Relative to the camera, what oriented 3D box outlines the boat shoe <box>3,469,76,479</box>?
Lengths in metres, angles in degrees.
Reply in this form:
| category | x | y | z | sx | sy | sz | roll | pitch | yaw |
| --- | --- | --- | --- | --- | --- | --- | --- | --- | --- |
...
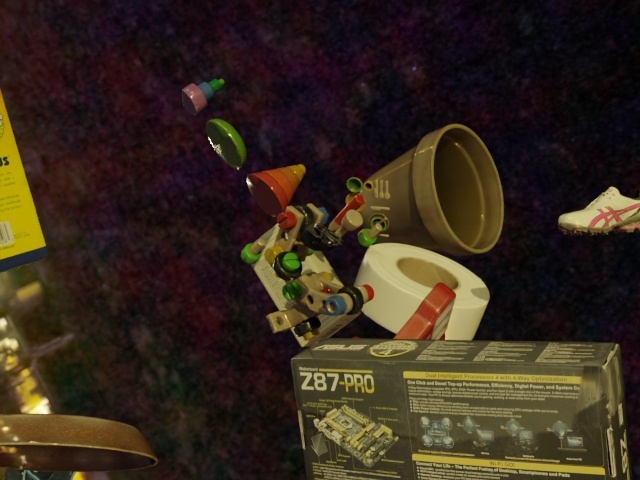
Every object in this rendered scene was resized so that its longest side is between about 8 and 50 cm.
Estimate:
| category | x | y | z | sx | sy | sz | roll | pitch | yaw |
| --- | --- | --- | --- | --- | --- | --- | --- | --- | --- |
| boat shoe | -0.501 | 0.421 | 1.456 | 0.089 | 0.258 | 0.109 | 23 | -167 | -49 |

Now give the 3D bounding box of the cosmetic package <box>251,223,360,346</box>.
| category | x | y | z | sx | sy | sz | roll | pitch | yaw |
| --- | --- | --- | --- | --- | --- | --- | --- | --- | --- |
| cosmetic package | -0.050 | 0.111 | 2.237 | 0.309 | 0.160 | 0.113 | 58 | -160 | 17 |

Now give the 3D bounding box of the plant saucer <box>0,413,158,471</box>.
| category | x | y | z | sx | sy | sz | roll | pitch | yaw |
| --- | --- | --- | --- | --- | --- | --- | --- | --- | --- |
| plant saucer | -0.217 | 0.167 | 0.694 | 0.168 | 0.168 | 0.029 | 120 | 153 | -65 |

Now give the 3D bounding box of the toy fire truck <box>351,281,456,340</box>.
| category | x | y | z | sx | sy | sz | roll | pitch | yaw |
| --- | --- | --- | --- | --- | --- | --- | --- | --- | --- |
| toy fire truck | 0.150 | 0.228 | 1.514 | 0.169 | 0.254 | 0.302 | 36 | 159 | 21 |

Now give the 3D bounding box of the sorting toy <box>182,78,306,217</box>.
| category | x | y | z | sx | sy | sz | roll | pitch | yaw |
| --- | --- | --- | --- | --- | --- | --- | --- | --- | --- |
| sorting toy | -0.161 | -0.228 | 1.923 | 0.365 | 0.126 | 0.127 | 51 | 158 | 3 |

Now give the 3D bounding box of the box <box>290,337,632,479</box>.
| category | x | y | z | sx | sy | sz | roll | pitch | yaw |
| --- | --- | --- | --- | --- | --- | --- | --- | --- | --- |
| box | 0.167 | 0.284 | 1.027 | 0.395 | 0.097 | 0.318 | -4 | 101 | 30 |

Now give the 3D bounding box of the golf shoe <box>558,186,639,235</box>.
| category | x | y | z | sx | sy | sz | roll | pitch | yaw |
| --- | --- | --- | --- | --- | --- | --- | --- | --- | --- |
| golf shoe | 0.498 | -0.050 | 1.494 | 0.067 | 0.186 | 0.086 | 175 | 90 | -69 |

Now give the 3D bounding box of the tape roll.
| category | x | y | z | sx | sy | sz | roll | pitch | yaw |
| --- | --- | --- | --- | --- | --- | --- | --- | --- | --- |
| tape roll | 0.215 | 0.111 | 1.822 | 0.286 | 0.286 | 0.100 | 40 | 121 | 43 |

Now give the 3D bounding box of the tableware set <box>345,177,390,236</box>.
| category | x | y | z | sx | sy | sz | roll | pitch | yaw |
| --- | --- | --- | --- | --- | --- | --- | --- | --- | --- |
| tableware set | 0.106 | -0.071 | 1.930 | 0.104 | 0.024 | 0.154 | 7 | 120 | 16 |

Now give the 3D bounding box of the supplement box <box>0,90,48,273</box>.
| category | x | y | z | sx | sy | sz | roll | pitch | yaw |
| --- | --- | --- | --- | --- | --- | --- | --- | --- | --- |
| supplement box | -0.696 | -0.100 | 1.604 | 0.194 | 0.195 | 0.356 | -10 | 97 | 30 |

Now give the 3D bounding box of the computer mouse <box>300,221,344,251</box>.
| category | x | y | z | sx | sy | sz | roll | pitch | yaw |
| --- | --- | --- | --- | --- | --- | --- | --- | --- | --- |
| computer mouse | 0.000 | 0.000 | 1.557 | 0.071 | 0.041 | 0.242 | 41 | 176 | -6 |

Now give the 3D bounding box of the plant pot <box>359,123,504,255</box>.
| category | x | y | z | sx | sy | sz | roll | pitch | yaw |
| --- | --- | --- | --- | --- | --- | --- | --- | --- | --- |
| plant pot | 0.260 | -0.104 | 2.126 | 0.280 | 0.323 | 0.323 | -13 | 106 | 41 |

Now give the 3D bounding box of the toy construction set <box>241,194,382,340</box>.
| category | x | y | z | sx | sy | sz | roll | pitch | yaw |
| --- | --- | --- | --- | --- | --- | --- | --- | --- | --- |
| toy construction set | -0.022 | 0.060 | 1.765 | 0.257 | 0.309 | 0.237 | 41 | 135 | -2 |
